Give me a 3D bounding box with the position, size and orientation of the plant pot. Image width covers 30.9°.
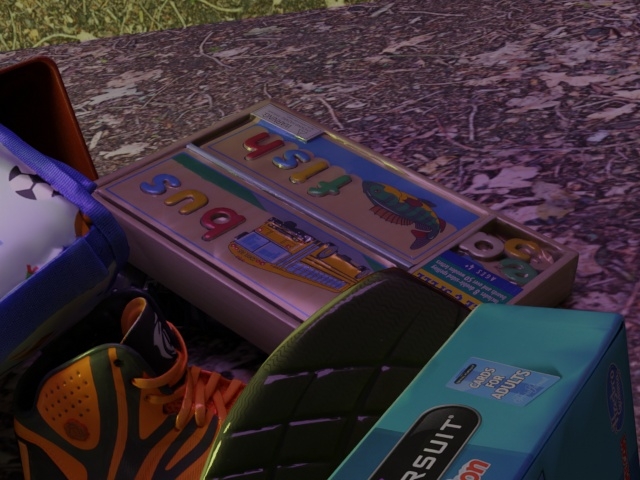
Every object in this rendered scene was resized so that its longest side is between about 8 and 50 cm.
[{"bbox_3d":[-0.408,-0.026,1.279,0.267,0.267,0.235,-26,14,-31],"label":"plant pot"}]

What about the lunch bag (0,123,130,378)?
[{"bbox_3d":[-0.361,0.062,0.933,0.328,0.239,0.385,-43,28,-24],"label":"lunch bag"}]

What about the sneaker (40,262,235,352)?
[{"bbox_3d":[-0.139,0.047,1.147,0.300,0.111,0.121,-21,29,-17],"label":"sneaker"}]

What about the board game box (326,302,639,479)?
[{"bbox_3d":[0.048,0.216,0.475,0.079,0.254,0.336,3,27,33],"label":"board game box"}]

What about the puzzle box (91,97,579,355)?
[{"bbox_3d":[0.000,0.000,1.102,0.409,0.052,0.272,29,44,31],"label":"puzzle box"}]

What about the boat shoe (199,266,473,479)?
[{"bbox_3d":[-0.026,0.160,0.634,0.122,0.324,0.120,31,2,-6],"label":"boat shoe"}]

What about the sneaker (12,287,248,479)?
[{"bbox_3d":[-0.076,0.125,0.837,0.321,0.180,0.124,-9,23,6],"label":"sneaker"}]
